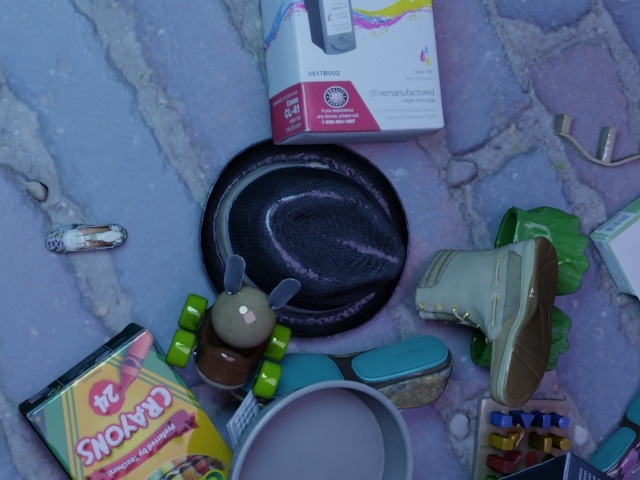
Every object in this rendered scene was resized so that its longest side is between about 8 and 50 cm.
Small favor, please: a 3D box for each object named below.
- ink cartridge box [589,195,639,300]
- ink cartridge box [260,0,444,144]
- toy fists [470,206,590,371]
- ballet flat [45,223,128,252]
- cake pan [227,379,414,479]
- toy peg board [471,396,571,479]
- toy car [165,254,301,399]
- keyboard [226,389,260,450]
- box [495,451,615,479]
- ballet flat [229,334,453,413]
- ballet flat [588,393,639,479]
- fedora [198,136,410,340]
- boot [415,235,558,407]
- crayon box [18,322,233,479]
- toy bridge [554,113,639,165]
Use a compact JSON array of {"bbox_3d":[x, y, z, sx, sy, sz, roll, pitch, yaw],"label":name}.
[{"bbox_3d":[0.569,0.042,2.106,0.171,0.056,0.235,-36,108,-16],"label":"ink cartridge box"},{"bbox_3d":[0.041,-0.295,1.819,0.226,0.131,0.306,-4,88,-23],"label":"ink cartridge box"},{"bbox_3d":[0.331,0.085,1.994,0.142,0.096,0.279,14,89,-14],"label":"toy fists"},{"bbox_3d":[-0.320,-0.005,1.758,0.114,0.041,0.041,-6,95,-21],"label":"ballet flat"},{"bbox_3d":[-0.005,0.330,1.773,0.293,0.054,0.293,-6,103,-29],"label":"cake pan"},{"bbox_3d":[0.332,0.335,2.013,0.161,0.079,0.160,4,91,-22],"label":"toy peg board"},{"bbox_3d":[-0.103,0.097,1.724,0.155,0.149,0.188,20,128,-6],"label":"toy car"},{"bbox_3d":[-0.086,0.327,1.809,0.072,0.014,0.256,-49,139,-41],"label":"keyboard"},{"bbox_3d":[0.397,0.526,1.902,0.395,0.293,0.212,34,50,-20],"label":"box"},{"bbox_3d":[0.032,0.223,1.879,0.349,0.123,0.123,-8,96,-19],"label":"ballet flat"},{"bbox_3d":[0.528,0.320,2.101,0.221,0.077,0.079,-49,126,-8],"label":"ballet flat"},{"bbox_3d":[0.000,0.000,1.825,0.334,0.152,0.333,-1,93,-21],"label":"fedora"},{"bbox_3d":[0.232,0.121,1.874,0.095,0.204,0.261,36,58,-44],"label":"boot"},{"bbox_3d":[-0.244,0.301,1.781,0.202,0.081,0.318,-37,106,-16],"label":"crayon box"},{"bbox_3d":[0.463,-0.153,2.069,0.188,0.026,0.063,13,90,-22],"label":"toy bridge"}]
